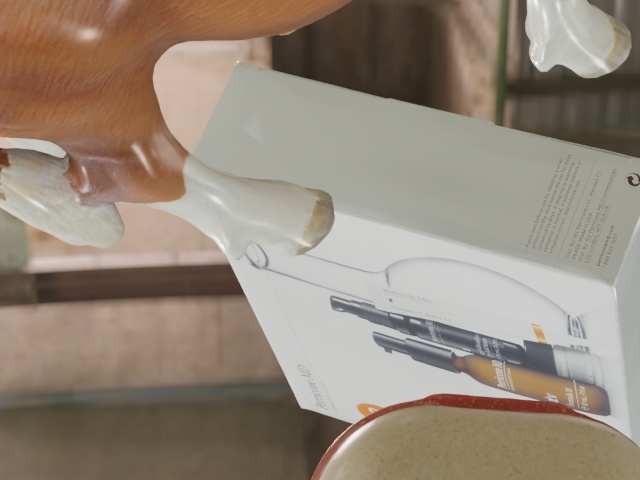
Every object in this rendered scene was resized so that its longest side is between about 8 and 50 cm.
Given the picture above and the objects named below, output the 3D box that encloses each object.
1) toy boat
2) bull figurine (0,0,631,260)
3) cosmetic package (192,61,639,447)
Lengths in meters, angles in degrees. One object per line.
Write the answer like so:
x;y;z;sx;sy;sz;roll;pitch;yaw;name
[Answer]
0.061;0.183;0.760;0.151;0.231;0.151;5;167;-2;toy boat
0.009;-0.107;0.498;0.310;0.188;0.101;-25;-132;7;bull figurine
0.092;0.044;1.281;0.284;0.377;0.097;17;-114;21;cosmetic package
